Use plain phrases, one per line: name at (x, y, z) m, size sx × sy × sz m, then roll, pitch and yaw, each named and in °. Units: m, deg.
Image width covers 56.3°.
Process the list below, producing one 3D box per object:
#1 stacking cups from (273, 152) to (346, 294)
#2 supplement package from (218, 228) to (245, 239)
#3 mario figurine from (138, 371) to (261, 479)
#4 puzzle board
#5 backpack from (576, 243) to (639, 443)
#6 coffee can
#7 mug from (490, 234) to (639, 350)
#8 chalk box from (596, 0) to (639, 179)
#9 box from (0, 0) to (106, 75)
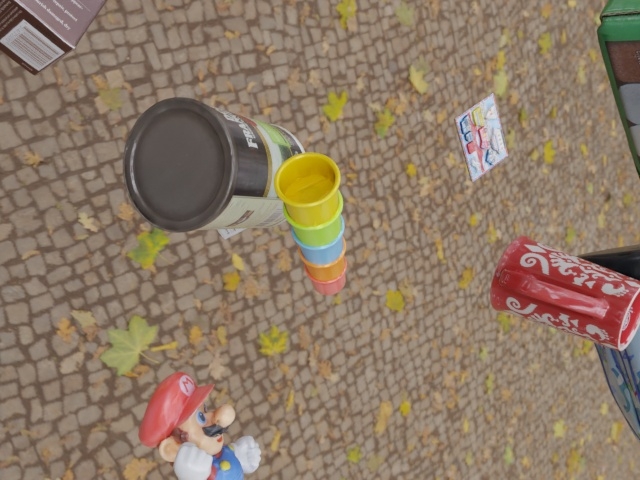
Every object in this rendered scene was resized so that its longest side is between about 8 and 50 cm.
stacking cups at (0.000, 0.000, 0.955) m, size 0.096 × 0.096 × 0.316 m, roll -56°, pitch 156°, yaw -25°
supplement package at (-0.165, -0.102, 1.343) m, size 0.105 × 0.179 × 0.105 m, roll 55°, pitch 19°, yaw -30°
mario figurine at (-0.150, 0.344, 0.932) m, size 0.170 × 0.198 × 0.321 m, roll -31°, pitch 101°, yaw -31°
puzzle board at (0.289, -0.182, 1.064) m, size 0.096 × 0.011 × 0.128 m, roll -35°, pitch 121°, yaw -18°
backpack at (0.540, 0.176, 0.851) m, size 0.273 × 0.290 × 0.356 m, roll -2°, pitch 83°, yaw -76°
coffee can at (-0.164, -0.117, 1.016) m, size 0.275 × 0.201 × 0.202 m, roll -6°, pitch 97°, yaw -67°
mug at (0.317, 0.079, 0.786) m, size 0.150 × 0.169 × 0.113 m, roll -27°, pitch 127°, yaw -38°
chalk box at (0.310, -0.134, 0.381) m, size 0.180 × 0.179 × 0.289 m, roll 44°, pitch 71°, yaw -42°
box at (-0.478, -0.428, 1.021) m, size 0.167 × 0.168 × 0.203 m, roll 40°, pitch 57°, yaw -36°
